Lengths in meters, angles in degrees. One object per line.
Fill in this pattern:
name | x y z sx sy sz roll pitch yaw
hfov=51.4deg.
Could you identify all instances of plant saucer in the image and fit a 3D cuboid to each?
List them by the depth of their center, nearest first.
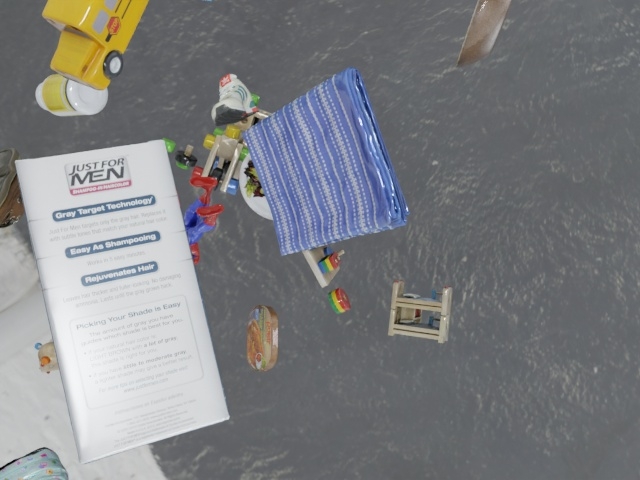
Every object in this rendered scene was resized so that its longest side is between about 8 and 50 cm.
plant saucer | 0.282 -0.410 1.015 0.050 0.310 0.310 20 118 8

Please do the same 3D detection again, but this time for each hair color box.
hair color box | -0.240 0.067 0.804 0.105 0.174 0.346 156 101 -68

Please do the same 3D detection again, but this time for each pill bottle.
pill bottle | -0.597 -0.347 1.577 0.184 0.103 0.103 7 116 39

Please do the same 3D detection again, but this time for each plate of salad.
plate of salad | -0.089 -0.138 1.542 0.200 0.048 0.199 -1 108 -3

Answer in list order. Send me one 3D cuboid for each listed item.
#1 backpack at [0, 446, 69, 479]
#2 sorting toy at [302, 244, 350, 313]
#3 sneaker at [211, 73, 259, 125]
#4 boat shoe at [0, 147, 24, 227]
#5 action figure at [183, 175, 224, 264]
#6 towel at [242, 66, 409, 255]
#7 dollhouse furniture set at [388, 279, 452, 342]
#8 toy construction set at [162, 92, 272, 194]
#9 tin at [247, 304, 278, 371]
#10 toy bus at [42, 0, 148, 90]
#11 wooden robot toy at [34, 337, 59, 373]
backpack | -0.621 0.523 1.388 0.115 0.182 0.151 46 153 33
sorting toy | 0.000 0.000 1.282 0.046 0.132 0.274 -27 95 16
sneaker | -0.153 -0.236 1.102 0.057 0.161 0.075 -23 97 14
boat shoe | -0.683 -0.078 1.425 0.111 0.307 0.104 -14 130 11
action figure | -0.277 -0.016 1.238 0.280 0.139 0.091 126 134 -59
towel | -0.009 -0.109 1.069 0.336 0.040 0.243 -16 94 54
dollhouse furniture set | 0.252 0.165 1.592 0.130 0.184 0.128 6 89 21
toy construction set | -0.184 -0.232 1.650 0.309 0.257 0.237 32 106 21
tin | -0.165 0.280 1.907 0.106 0.040 0.189 -13 73 48
toy bus | -0.378 -0.442 1.171 0.108 0.130 0.332 23 86 19
wooden robot toy | -0.402 0.172 1.042 0.173 0.079 0.076 -41 100 19
